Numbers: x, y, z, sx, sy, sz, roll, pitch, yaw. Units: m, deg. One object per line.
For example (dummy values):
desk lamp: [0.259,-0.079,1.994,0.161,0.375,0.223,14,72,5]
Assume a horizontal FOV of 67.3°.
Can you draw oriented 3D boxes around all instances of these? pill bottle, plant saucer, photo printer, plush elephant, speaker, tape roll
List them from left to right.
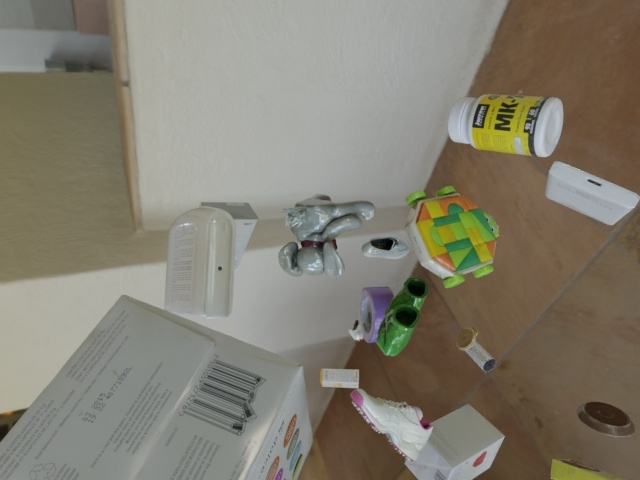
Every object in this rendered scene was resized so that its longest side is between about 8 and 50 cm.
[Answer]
photo printer: [-0.341,0.060,1.355,0.255,0.107,0.308,-7,79,47]
plush elephant: [0.000,0.000,1.587,0.271,0.329,0.256,11,108,36]
tape roll: [0.194,0.252,1.645,0.189,0.080,0.189,180,90,-79]
speaker: [0.539,0.385,1.652,0.136,0.055,0.055,-129,38,-56]
pill bottle: [0.388,-0.248,1.023,0.208,0.119,0.119,17,115,40]
plant saucer: [0.932,0.576,1.572,0.168,0.168,0.029,-146,54,-61]

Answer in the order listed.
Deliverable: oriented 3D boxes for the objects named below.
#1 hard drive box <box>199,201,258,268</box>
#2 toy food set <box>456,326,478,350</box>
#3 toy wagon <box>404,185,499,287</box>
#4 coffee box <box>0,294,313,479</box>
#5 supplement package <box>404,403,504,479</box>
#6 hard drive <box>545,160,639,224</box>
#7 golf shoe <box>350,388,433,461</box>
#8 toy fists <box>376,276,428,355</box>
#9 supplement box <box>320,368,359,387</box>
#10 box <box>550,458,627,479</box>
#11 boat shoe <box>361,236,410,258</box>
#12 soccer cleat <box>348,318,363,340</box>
hard drive box: [-0.337,-0.012,1.620,0.089,0.180,0.232,53,129,34]
toy food set: [0.488,0.329,1.609,0.082,0.020,0.083,-26,39,50]
toy wagon: [0.387,-0.025,1.329,0.068,0.344,0.268,-43,64,55]
coffee box: [-0.233,0.356,0.771,0.335,0.337,0.338,88,-155,-48]
supplement package: [0.481,0.750,1.724,0.175,0.292,0.178,39,128,44]
hard drive: [0.810,-0.137,1.467,0.232,0.353,0.047,31,96,23]
golf shoe: [0.214,0.518,1.431,0.306,0.140,0.115,47,174,-20]
toy fists: [0.235,0.224,1.410,0.279,0.096,0.142,-52,-19,-56]
supplement box: [0.051,0.356,1.242,0.062,0.098,0.036,82,-170,-61]
box: [0.741,0.646,1.274,0.232,0.087,0.058,-2,75,58]
boat shoe: [0.277,0.025,1.931,0.081,0.227,0.080,-49,49,53]
soccer cleat: [0.201,0.379,2.219,0.076,0.196,0.068,46,138,0]
